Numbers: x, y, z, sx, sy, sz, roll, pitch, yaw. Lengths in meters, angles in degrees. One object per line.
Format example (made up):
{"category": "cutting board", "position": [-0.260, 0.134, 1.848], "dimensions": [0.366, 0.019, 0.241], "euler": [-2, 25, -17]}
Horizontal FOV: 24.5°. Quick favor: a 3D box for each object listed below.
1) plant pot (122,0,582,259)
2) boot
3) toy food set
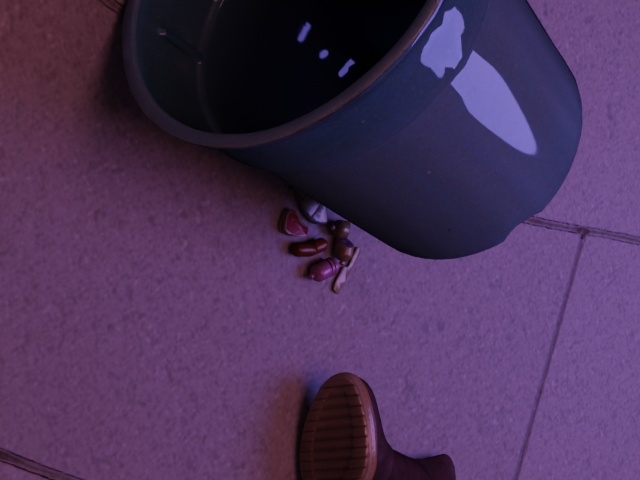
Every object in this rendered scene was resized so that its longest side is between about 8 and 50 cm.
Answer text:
{"category": "plant pot", "position": [0.058, -0.160, 1.336], "dimensions": [0.334, 0.341, 0.341], "euler": [38, 69, -47]}
{"category": "boot", "position": [0.071, 0.247, 1.557], "dimensions": [0.207, 0.090, 0.248], "euler": [-11, 101, -54]}
{"category": "toy food set", "position": [0.000, 0.000, 1.487], "dimensions": [0.122, 0.019, 0.078], "euler": [43, 66, -37]}
